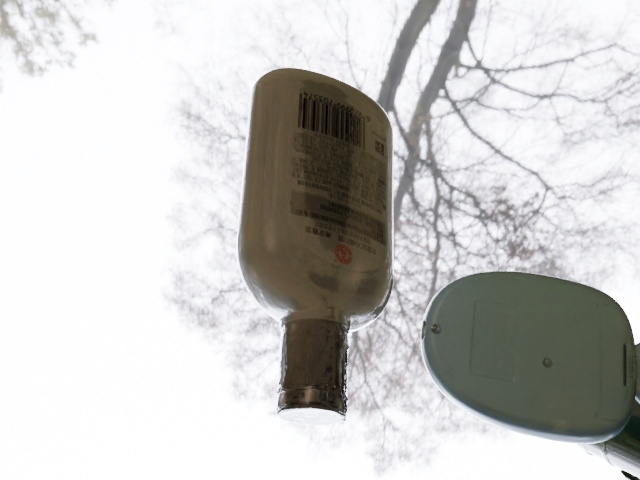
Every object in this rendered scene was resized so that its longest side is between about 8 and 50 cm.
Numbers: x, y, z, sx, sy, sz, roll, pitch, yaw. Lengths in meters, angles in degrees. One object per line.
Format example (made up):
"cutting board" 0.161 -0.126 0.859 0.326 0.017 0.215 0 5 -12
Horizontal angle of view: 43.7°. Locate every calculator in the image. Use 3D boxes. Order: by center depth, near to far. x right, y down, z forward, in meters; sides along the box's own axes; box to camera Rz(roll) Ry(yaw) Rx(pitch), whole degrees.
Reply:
"calculator" 0.260 0.129 0.902 0.303 0.042 0.188 10 -113 -7

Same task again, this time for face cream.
"face cream" 0.000 0.000 0.645 0.144 0.071 0.291 16 -120 -28

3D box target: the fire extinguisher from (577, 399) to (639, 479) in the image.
"fire extinguisher" 0.434 0.257 0.895 0.093 0.118 0.294 14 -176 -38
